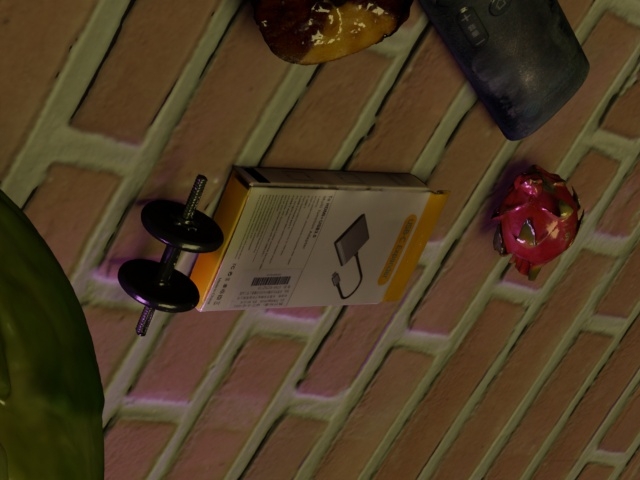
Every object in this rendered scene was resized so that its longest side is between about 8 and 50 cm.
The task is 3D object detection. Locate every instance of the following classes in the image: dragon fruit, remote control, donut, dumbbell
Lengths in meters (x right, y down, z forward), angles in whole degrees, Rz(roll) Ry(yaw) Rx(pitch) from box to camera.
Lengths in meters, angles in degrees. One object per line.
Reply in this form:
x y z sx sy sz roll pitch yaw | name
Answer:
0.208 -0.014 1.536 0.086 0.081 0.116 -20 135 -47 | dragon fruit
0.134 -0.213 1.315 0.107 0.044 0.377 -48 143 -5 | remote control
0.007 -0.196 1.174 0.140 0.059 0.140 -17 143 -13 | donut
-0.118 0.012 1.246 0.069 0.069 0.147 0 123 -44 | dumbbell

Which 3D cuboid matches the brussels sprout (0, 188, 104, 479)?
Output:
-0.285 0.096 0.983 0.276 0.315 0.371 -22 114 5 | brussels sprout

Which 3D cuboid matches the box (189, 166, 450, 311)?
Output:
0.000 0.000 1.382 0.247 0.033 0.129 1 121 -45 | box
